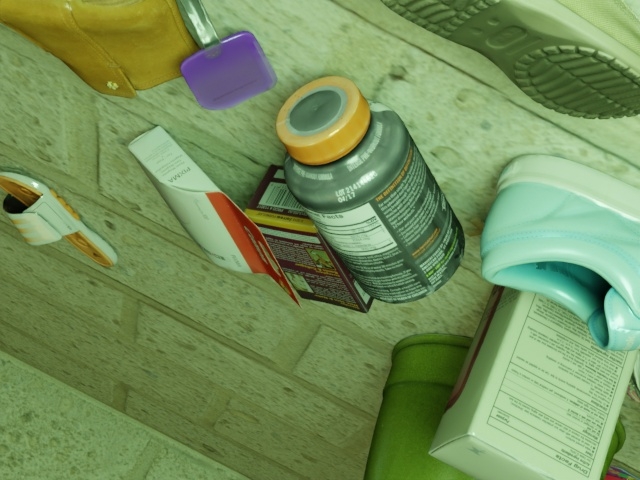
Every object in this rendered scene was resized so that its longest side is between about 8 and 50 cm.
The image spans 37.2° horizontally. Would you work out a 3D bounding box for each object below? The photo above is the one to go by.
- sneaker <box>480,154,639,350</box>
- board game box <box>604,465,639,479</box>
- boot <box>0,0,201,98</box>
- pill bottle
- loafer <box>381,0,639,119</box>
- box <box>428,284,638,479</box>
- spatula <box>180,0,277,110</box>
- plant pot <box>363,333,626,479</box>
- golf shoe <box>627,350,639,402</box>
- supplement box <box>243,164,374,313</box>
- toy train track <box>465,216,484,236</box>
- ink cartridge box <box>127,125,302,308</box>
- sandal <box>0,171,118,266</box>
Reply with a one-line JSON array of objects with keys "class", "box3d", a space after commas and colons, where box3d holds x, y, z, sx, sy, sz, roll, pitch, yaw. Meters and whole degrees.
[{"class": "sneaker", "box3d": [0.317, 0.054, 0.869, 0.366, 0.150, 0.135, 20, 155, 15]}, {"class": "board game box", "box3d": [0.486, 0.413, 1.542, 0.169, 0.033, 0.133, 29, 156, -6]}, {"class": "boot", "box3d": [-0.281, -0.218, 0.945, 0.295, 0.104, 0.211, 1, 152, 17]}, {"class": "pill bottle", "box3d": [0.048, -0.052, 0.955, 0.130, 0.130, 0.245, 8, 149, 36]}, {"class": "loafer", "box3d": [0.159, -0.168, 0.673, 0.268, 0.092, 0.102, 23, 162, -31]}, {"class": "box", "box3d": [0.240, 0.156, 1.044, 0.149, 0.232, 0.127, 29, 155, -3]}, {"class": "spatula", "box3d": [-0.126, -0.231, 0.876, 0.296, 0.084, 0.030, 62, -177, -43]}, {"class": "plant pot", "box3d": [0.207, 0.379, 1.371, 0.366, 0.353, 0.366, 22, 154, 11]}, {"class": "golf shoe", "box3d": [0.411, 0.196, 1.076, 0.186, 0.067, 0.086, 56, 155, 6]}, {"class": "supplement box", "box3d": [0.000, 0.000, 1.161, 0.104, 0.080, 0.188, 11, 150, 32]}, {"class": "toy train track", "box3d": [0.192, -0.006, 1.042, 0.048, 0.014, 0.083, -10, 143, 43]}, {"class": "ink cartridge box", "box3d": [-0.131, -0.016, 1.179, 0.232, 0.066, 0.189, 50, 171, 36]}, {"class": "sandal", "box3d": [-0.443, -0.014, 1.579, 0.102, 0.076, 0.265, 1, 145, 44]}]
